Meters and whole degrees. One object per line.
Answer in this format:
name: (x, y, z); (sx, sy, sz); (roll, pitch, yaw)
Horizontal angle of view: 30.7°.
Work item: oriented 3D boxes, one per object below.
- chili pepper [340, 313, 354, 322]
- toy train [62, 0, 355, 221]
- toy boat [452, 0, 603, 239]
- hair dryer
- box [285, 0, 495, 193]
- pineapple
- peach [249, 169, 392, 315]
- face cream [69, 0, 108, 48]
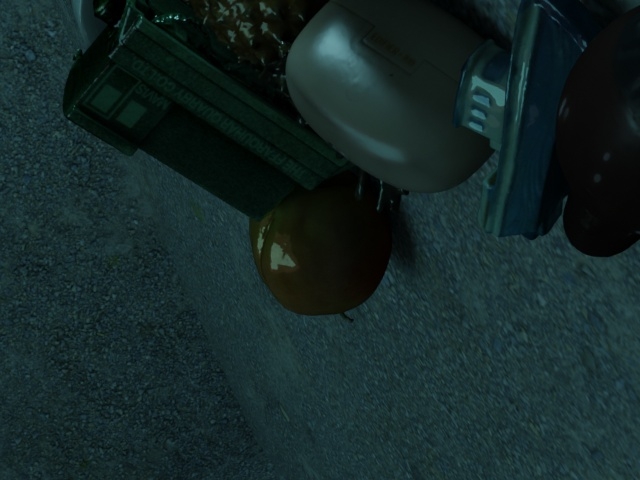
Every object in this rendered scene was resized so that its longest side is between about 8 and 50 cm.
chili pepper: (-0.006, 0.041, 1.698); (0.191, 0.059, 0.050); (62, 174, -13)
toy train: (-0.118, -0.148, 1.239); (0.330, 0.178, 0.138); (33, -152, -29)
toy boat: (0.137, -0.095, 0.825); (0.102, 0.088, 0.215); (28, 143, 21)
hair dryer: (0.277, 0.023, 0.684); (0.340, 0.123, 0.312); (44, 172, 17)
box: (0.064, -0.126, 0.954); (0.200, 0.146, 0.088); (39, 173, 28)
pineapple: (-0.007, -0.180, 1.087); (0.340, 0.169, 0.169); (58, 165, 4)
peach: (0.000, 0.000, 1.382); (0.184, 0.184, 0.184); (54, 164, 23)
face cream: (-0.188, -0.305, 1.314); (0.187, 0.201, 0.201); (-115, 7, -46)
